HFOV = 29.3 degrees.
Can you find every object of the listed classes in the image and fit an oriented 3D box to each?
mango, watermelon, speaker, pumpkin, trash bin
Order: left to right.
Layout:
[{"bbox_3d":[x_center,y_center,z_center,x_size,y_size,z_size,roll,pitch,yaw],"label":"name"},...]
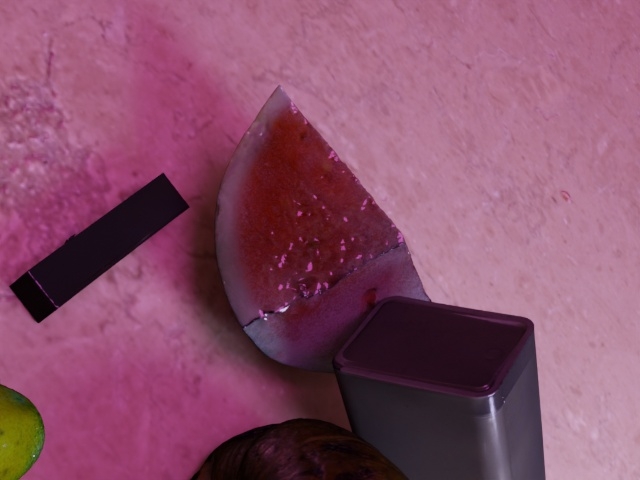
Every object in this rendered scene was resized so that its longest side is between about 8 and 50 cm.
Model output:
[{"bbox_3d":[-0.293,0.150,0.931,0.178,0.100,0.119,7,96,-35],"label":"mango"},{"bbox_3d":[-0.201,0.003,1.134,0.046,0.040,0.191,53,46,-6],"label":"speaker"},{"bbox_3d":[-0.017,0.282,1.032,0.242,0.232,0.325,28,50,-25],"label":"pumpkin"},{"bbox_3d":[0.000,0.000,1.227,0.256,0.176,0.260,-8,57,-52],"label":"watermelon"},{"bbox_3d":[0.127,0.191,1.173,0.122,0.164,0.240,-48,134,-44],"label":"trash bin"}]
